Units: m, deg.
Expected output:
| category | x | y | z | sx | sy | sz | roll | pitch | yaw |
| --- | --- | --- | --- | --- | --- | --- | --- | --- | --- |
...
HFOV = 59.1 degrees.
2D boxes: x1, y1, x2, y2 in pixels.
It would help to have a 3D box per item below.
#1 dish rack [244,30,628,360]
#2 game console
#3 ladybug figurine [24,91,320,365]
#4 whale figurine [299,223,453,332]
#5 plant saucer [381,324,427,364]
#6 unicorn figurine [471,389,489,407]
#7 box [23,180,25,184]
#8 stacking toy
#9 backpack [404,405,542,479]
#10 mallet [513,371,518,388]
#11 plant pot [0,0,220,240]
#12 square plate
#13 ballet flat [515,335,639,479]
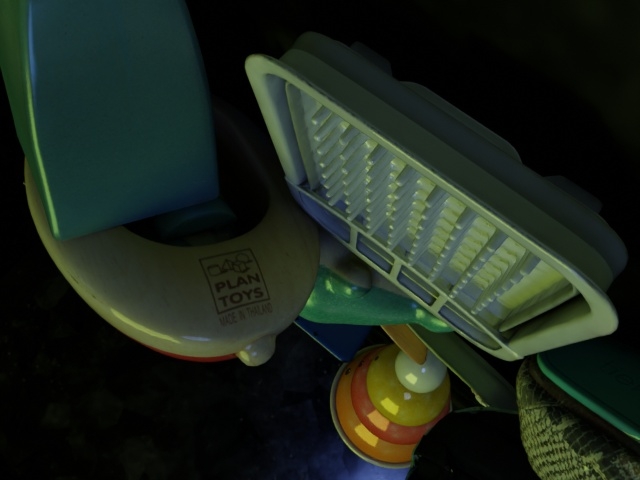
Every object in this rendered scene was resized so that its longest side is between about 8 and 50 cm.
| category | x | y | z | sx | sy | sz | roll | pitch | yaw |
| --- | --- | --- | --- | --- | --- | --- | --- | --- | --- |
| dish rack | 0.086 | -0.022 | 0.470 | 0.286 | 0.072 | 0.333 | 39 | 172 | 13 |
| game console | 0.003 | 0.193 | 1.629 | 0.293 | 0.173 | 0.250 | 40 | 171 | 2 |
| ladybug figurine | -0.175 | -0.029 | 0.680 | 0.449 | 0.305 | 0.161 | 58 | 146 | 31 |
| whale figurine | 0.060 | 0.068 | 0.769 | 0.272 | 0.141 | 0.216 | 26 | -172 | 12 |
| plant saucer | 0.147 | 0.156 | 1.115 | 0.200 | 0.037 | 0.200 | 47 | -173 | -7 |
| unicorn figurine | 0.414 | 0.400 | 1.341 | 0.161 | 0.060 | 0.111 | 58 | 169 | -10 |
| box | -0.349 | -0.171 | 0.920 | 0.060 | 0.270 | 0.216 | 44 | 170 | -18 |
| stacking toy | 0.223 | 0.365 | 1.441 | 0.351 | 0.350 | 0.479 | 38 | 152 | 14 |
| backpack | 0.258 | 0.339 | 0.627 | 0.356 | 0.290 | 0.273 | 17 | 158 | 28 |
| mallet | 0.366 | 0.252 | 0.823 | 0.190 | 0.039 | 0.062 | 36 | 174 | -2 |
| plant pot | -0.193 | -0.152 | 0.505 | 0.165 | 0.166 | 0.234 | 57 | 152 | 28 |
| square plate | 0.283 | 0.246 | 0.941 | 0.347 | 0.049 | 0.344 | 44 | -179 | -25 |
| ballet flat | 0.317 | 0.221 | 0.352 | 0.483 | 0.164 | 0.181 | -151 | 52 | -62 |
